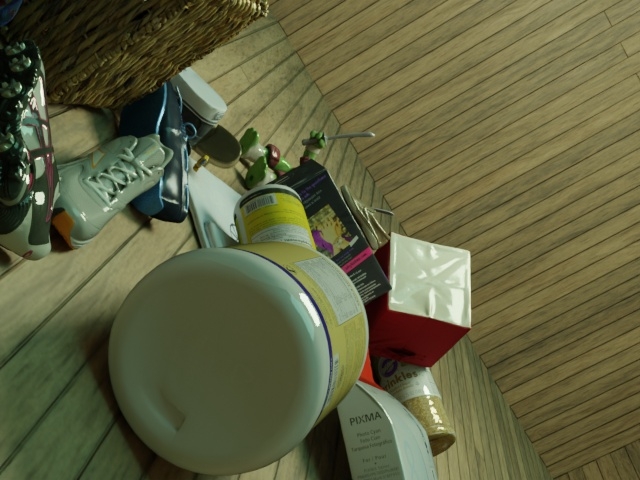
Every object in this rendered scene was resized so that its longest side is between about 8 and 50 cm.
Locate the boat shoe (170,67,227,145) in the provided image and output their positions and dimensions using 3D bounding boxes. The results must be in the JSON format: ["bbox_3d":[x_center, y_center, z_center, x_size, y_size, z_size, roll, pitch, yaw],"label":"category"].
[{"bbox_3d":[-0.287,-0.278,1.457,0.301,0.102,0.108,44,18,-1],"label":"boat shoe"}]

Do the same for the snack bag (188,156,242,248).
[{"bbox_3d":[-0.124,0.021,1.566,0.323,0.037,0.342,37,26,-59],"label":"snack bag"}]

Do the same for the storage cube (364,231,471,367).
[{"bbox_3d":[0.187,0.125,1.861,0.184,0.193,0.215,14,55,-12],"label":"storage cube"}]

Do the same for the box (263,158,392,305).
[{"bbox_3d":[0.000,0.000,1.738,0.270,0.143,0.165,61,-4,-15],"label":"box"}]

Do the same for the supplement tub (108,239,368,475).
[{"bbox_3d":[-0.075,0.121,1.077,0.241,0.241,0.331,62,12,5],"label":"supplement tub"}]

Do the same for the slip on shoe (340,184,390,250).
[{"bbox_3d":[0.083,-0.048,1.691,0.135,0.041,0.051,60,-1,2],"label":"slip on shoe"}]

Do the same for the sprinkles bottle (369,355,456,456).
[{"bbox_3d":[0.178,0.287,1.953,0.121,0.121,0.355,45,20,-50],"label":"sprinkles bottle"}]

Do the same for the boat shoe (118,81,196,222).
[{"bbox_3d":[-0.241,-0.132,1.341,0.089,0.109,0.258,37,42,-47],"label":"boat shoe"}]

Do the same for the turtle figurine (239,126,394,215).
[{"bbox_3d":[-0.021,-0.158,1.902,0.266,0.275,0.197,17,73,-40],"label":"turtle figurine"}]

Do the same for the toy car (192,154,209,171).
[{"bbox_3d":[-0.222,-0.131,1.443,0.060,0.040,0.122,49,28,-3],"label":"toy car"}]

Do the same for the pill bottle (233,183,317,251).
[{"bbox_3d":[-0.066,0.021,1.450,0.119,0.119,0.208,47,20,-47],"label":"pill bottle"}]

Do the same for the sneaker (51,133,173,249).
[{"bbox_3d":[-0.253,-0.079,1.097,0.099,0.121,0.262,56,14,-15],"label":"sneaker"}]

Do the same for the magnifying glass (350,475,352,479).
[{"bbox_3d":[0.068,0.402,1.507,0.092,0.026,0.231,52,15,-34],"label":"magnifying glass"}]

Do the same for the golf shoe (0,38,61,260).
[{"bbox_3d":[-0.329,-0.101,0.957,0.120,0.105,0.273,70,8,-50],"label":"golf shoe"}]

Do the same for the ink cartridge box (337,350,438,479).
[{"bbox_3d":[0.105,0.273,1.521,0.308,0.091,0.385,40,37,-68],"label":"ink cartridge box"}]

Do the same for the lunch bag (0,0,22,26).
[{"bbox_3d":[-0.377,-0.403,1.049,0.138,0.293,0.221,-5,43,-31],"label":"lunch bag"}]

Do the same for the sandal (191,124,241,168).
[{"bbox_3d":[-0.236,-0.198,1.546,0.240,0.088,0.079,43,-28,7],"label":"sandal"}]

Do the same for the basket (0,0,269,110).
[{"bbox_3d":[-0.261,-0.334,1.221,0.213,0.299,0.223,60,15,3],"label":"basket"}]
